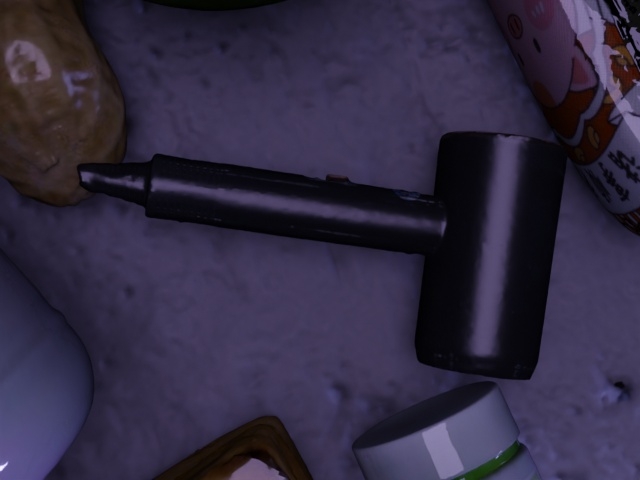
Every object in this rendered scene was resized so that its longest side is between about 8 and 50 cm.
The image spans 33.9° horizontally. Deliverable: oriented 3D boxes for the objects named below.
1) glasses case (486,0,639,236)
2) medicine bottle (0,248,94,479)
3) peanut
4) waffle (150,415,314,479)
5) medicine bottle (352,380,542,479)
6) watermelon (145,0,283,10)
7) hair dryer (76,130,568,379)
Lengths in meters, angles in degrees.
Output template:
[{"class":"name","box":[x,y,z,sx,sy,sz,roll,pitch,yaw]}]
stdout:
[{"class":"glasses case","box":[0.132,-0.124,0.553,0.067,0.103,0.266,-25,88,-1]},{"class":"medicine bottle","box":[-0.275,0.030,0.445,0.241,0.241,0.302,-40,99,-3]},{"class":"peanut","box":[-0.160,-0.111,0.550,0.089,0.089,0.193,-21,88,-3]},{"class":"waffle","box":[-0.108,0.261,0.533,0.328,0.098,0.224,-32,87,-1]},{"class":"medicine bottle","box":[0.091,0.174,0.547,0.086,0.086,0.183,-24,88,-3]},{"class":"watermelon","box":[-0.050,-0.225,0.482,0.242,0.242,0.242,0,87,-2]},{"class":"hair dryer","box":[0.000,0.000,0.551,0.255,0.070,0.128,6,88,-7]}]
